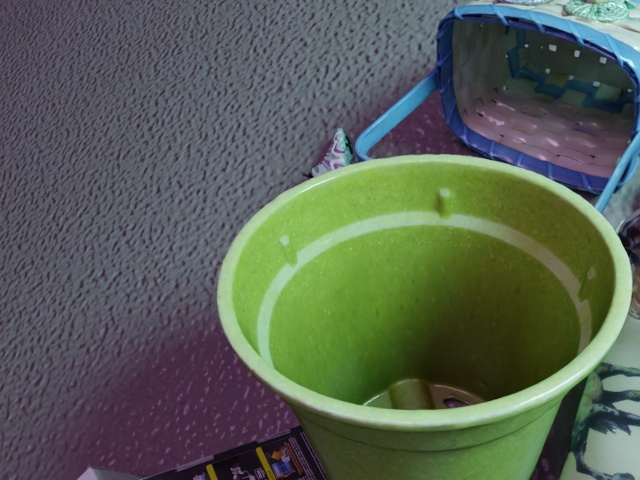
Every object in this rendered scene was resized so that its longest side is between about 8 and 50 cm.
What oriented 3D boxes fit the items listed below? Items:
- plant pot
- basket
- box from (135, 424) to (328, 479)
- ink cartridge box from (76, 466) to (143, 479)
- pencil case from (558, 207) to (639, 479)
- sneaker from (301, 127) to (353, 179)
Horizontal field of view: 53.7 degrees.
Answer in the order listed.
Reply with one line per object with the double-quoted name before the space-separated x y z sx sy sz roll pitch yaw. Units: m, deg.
"plant pot" 0.082 0.108 0.514 0.276 0.253 0.276 -7 38 5
"basket" 0.208 -0.139 0.651 0.255 0.201 0.289 26 67 34
"box" -0.025 0.300 0.530 0.216 0.060 0.270 -11 47 -29
"ink cartridge box" -0.256 0.374 0.658 0.219 0.092 0.160 -47 54 -4
"pencil case" 0.259 0.167 0.477 0.184 0.160 0.410 6 65 45
"sneaker" 0.007 -0.101 0.832 0.069 0.038 0.098 -14 57 18
